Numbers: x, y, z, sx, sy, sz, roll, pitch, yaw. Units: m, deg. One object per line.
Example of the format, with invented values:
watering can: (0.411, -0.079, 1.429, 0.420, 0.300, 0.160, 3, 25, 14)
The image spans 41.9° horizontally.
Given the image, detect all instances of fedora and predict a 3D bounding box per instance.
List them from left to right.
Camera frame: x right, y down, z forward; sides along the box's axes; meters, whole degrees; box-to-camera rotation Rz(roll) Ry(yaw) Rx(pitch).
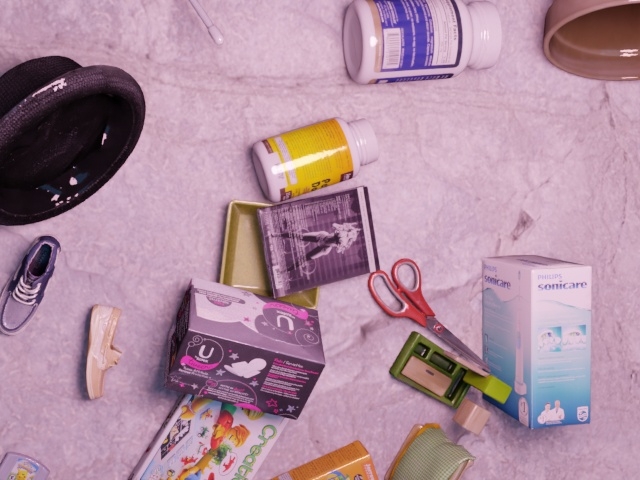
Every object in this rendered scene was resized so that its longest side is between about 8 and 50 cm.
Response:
fedora: (-0.456, -0.184, 1.373, 0.334, 0.334, 0.152, -40, 68, -7)

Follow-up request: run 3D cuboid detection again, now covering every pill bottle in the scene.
pill bottle: (-0.008, -0.152, 1.519, 0.215, 0.117, 0.117, -19, 99, -11)
pill bottle: (0.185, -0.369, 1.529, 0.265, 0.153, 0.153, -6, 96, -13)

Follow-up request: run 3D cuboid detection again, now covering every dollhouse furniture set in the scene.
dollhouse furniture set: (0.190, 0.350, 1.567, 0.151, 0.197, 0.301, 32, 86, -15)

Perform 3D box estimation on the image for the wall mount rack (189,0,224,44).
wall mount rack: (-0.201, -0.512, 1.372, 0.304, 0.130, 0.350, 41, 111, -12)

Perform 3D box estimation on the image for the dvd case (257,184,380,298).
dvd case: (0.000, 0.000, 1.535, 0.221, 0.018, 0.164, -14, 101, -23)

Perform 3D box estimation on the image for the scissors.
scissors: (0.209, 0.166, 1.629, 0.109, 0.021, 0.297, -37, 94, -13)

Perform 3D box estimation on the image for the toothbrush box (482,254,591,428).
toothbrush box: (0.406, 0.183, 1.596, 0.126, 0.216, 0.295, -3, 94, -13)

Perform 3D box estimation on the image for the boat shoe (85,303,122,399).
boat shoe: (-0.382, 0.200, 1.487, 0.059, 0.063, 0.170, 4, 93, -8)

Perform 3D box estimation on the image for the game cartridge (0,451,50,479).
game cartridge: (-0.531, 0.413, 1.495, 0.083, 0.017, 0.056, 30, 84, -14)

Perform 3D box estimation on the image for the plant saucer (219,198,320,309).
plant saucer: (-0.090, 0.026, 1.552, 0.188, 0.045, 0.188, 6, 93, -14)

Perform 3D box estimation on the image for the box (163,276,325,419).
box: (-0.132, 0.186, 1.472, 0.247, 0.163, 0.142, 18, 119, -17)

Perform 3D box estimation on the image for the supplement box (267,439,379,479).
supplement box: (-0.008, 0.469, 1.592, 0.233, 0.080, 0.078, -22, 102, -13)

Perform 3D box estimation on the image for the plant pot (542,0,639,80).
plant pot: (0.580, -0.490, 1.558, 0.323, 0.323, 0.280, 7, 77, -14)

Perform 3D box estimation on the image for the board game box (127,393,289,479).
board game box: (-0.211, 0.394, 1.549, 0.193, 0.053, 0.305, 32, 87, -14)

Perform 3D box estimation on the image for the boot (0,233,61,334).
boot: (-0.505, 0.078, 1.436, 0.069, 0.086, 0.190, 23, 89, -14)
